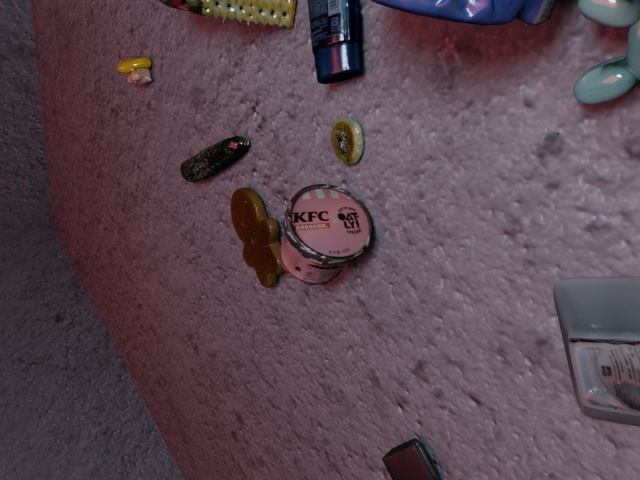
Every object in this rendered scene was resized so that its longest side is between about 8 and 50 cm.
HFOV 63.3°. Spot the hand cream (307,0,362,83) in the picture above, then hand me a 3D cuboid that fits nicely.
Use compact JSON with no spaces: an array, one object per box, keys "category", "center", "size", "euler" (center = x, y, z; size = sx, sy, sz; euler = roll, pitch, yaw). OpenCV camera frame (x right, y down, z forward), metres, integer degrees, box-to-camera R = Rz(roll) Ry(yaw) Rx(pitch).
[{"category":"hand cream","center":[0.016,-0.392,0.817],"size":[0.120,0.061,0.270],"euler":[1,99,51]}]

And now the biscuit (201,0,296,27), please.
[{"category":"biscuit","center":[-0.133,-0.441,0.882],"size":[0.016,0.203,0.144],"euler":[-106,23,-50]}]

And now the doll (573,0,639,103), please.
[{"category":"doll","center":[0.322,-0.170,0.485],"size":[0.159,0.059,0.159],"euler":[18,135,47]}]

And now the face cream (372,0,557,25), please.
[{"category":"face cream","center":[0.141,-0.345,0.501],"size":[0.249,0.249,0.225],"euler":[40,135,37]}]

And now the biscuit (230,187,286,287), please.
[{"category":"biscuit","center":[-0.143,-0.013,1.186],"size":[0.236,0.039,0.180],"euler":[63,145,15]}]

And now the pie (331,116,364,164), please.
[{"category":"pie","center":[0.044,-0.170,0.892],"size":[0.084,0.021,0.084],"euler":[23,121,46]}]

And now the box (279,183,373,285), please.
[{"category":"box","center":[0.000,0.000,0.917],"size":[0.151,0.151,0.135],"euler":[57,149,21]}]

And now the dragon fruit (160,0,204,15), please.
[{"category":"dragon fruit","center":[-0.247,-0.524,0.976],"size":[0.273,0.218,0.198],"euler":[29,165,49]}]

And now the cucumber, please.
[{"category":"cucumber","center":[-0.255,-0.195,1.241],"size":[0.294,0.068,0.067],"euler":[-11,95,53]}]

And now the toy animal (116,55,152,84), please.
[{"category":"toy animal","center":[-0.527,-0.475,1.473],"size":[0.114,0.091,0.082],"euler":[27,139,43]}]

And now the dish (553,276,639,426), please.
[{"category":"dish","center":[0.361,0.132,0.548],"size":[0.243,0.080,0.181],"euler":[-10,96,55]}]

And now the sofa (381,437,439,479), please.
[{"category":"sofa","center":[0.187,0.432,0.926],"size":[0.085,0.060,0.147],"euler":[-41,70,34]}]
